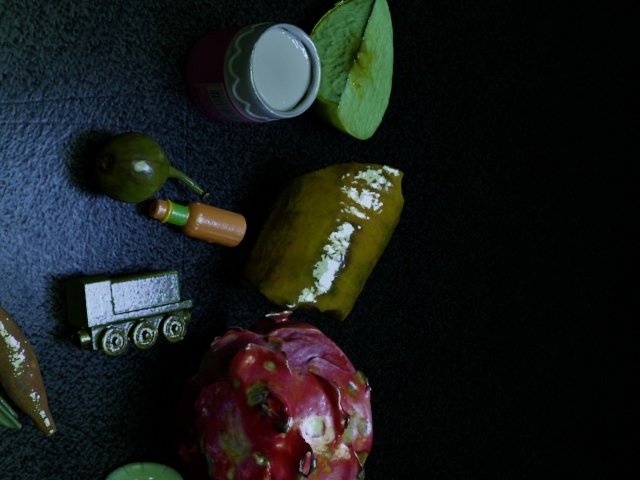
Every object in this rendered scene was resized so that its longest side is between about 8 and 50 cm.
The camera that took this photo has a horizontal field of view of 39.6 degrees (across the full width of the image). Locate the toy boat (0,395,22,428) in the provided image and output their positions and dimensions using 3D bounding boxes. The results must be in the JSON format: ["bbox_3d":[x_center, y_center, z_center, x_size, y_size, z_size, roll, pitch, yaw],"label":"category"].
[{"bbox_3d":[-0.540,0.172,1.334,0.055,0.093,0.293,-28,114,-18],"label":"toy boat"}]

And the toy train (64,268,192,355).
[{"bbox_3d":[-0.325,0.118,1.532,0.226,0.090,0.137,-10,98,-43],"label":"toy train"}]

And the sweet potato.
[{"bbox_3d":[-0.490,0.167,1.398,0.072,0.066,0.314,-36,115,-43],"label":"sweet potato"}]

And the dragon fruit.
[{"bbox_3d":[-0.108,0.319,1.561,0.249,0.371,0.386,3,75,-53],"label":"dragon fruit"}]

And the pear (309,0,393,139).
[{"bbox_3d":[0.063,-0.335,1.828,0.239,0.139,0.288,44,60,-54],"label":"pear"}]

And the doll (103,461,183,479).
[{"bbox_3d":[-0.281,0.549,1.581,0.268,0.216,0.284,16,65,-19],"label":"doll"}]

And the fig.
[{"bbox_3d":[-0.280,-0.116,1.533,0.236,0.124,0.124,10,87,-50],"label":"fig"}]

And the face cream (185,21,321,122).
[{"bbox_3d":[-0.121,-0.301,1.605,0.175,0.195,0.175,-7,101,-43],"label":"face cream"}]

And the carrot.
[{"bbox_3d":[0.000,0.000,1.723,0.241,0.242,0.340,41,70,-38],"label":"carrot"}]

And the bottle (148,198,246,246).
[{"bbox_3d":[-0.227,-0.038,1.623,0.187,0.069,0.069,18,82,-40],"label":"bottle"}]
